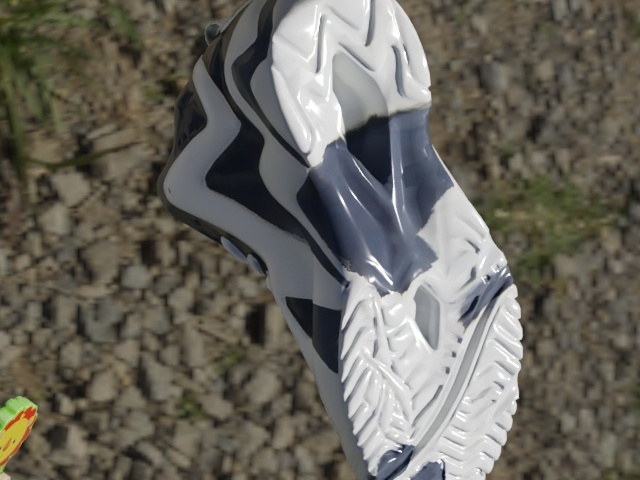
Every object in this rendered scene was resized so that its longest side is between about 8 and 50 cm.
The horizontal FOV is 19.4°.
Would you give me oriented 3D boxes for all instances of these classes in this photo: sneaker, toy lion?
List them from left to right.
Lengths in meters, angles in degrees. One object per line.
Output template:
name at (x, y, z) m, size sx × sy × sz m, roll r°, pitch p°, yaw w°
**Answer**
toy lion at (-0.264, 0.169, 1.488) m, size 0.096 × 0.034 × 0.100 m, roll -61°, pitch 167°, yaw 24°
sneaker at (0.000, 0.000, 0.822) m, size 0.094 × 0.153 × 0.235 m, roll -29°, pitch 109°, yaw -19°
